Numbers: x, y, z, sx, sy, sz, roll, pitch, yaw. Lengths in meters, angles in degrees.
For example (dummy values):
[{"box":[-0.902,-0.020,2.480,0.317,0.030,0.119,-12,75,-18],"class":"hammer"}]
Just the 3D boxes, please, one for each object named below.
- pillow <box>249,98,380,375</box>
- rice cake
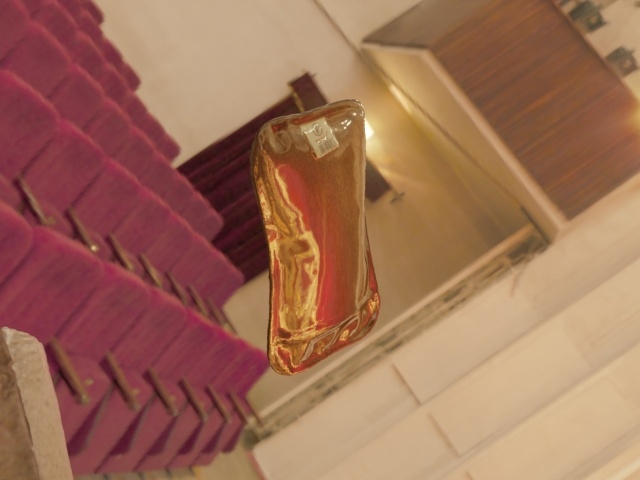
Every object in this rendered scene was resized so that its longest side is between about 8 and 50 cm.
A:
[{"box":[0.000,0.000,0.692,0.033,0.130,0.218,20,-57,44],"class":"pillow"},{"box":[-0.231,0.254,0.722,0.072,0.056,0.365,14,58,-78],"class":"rice cake"}]
